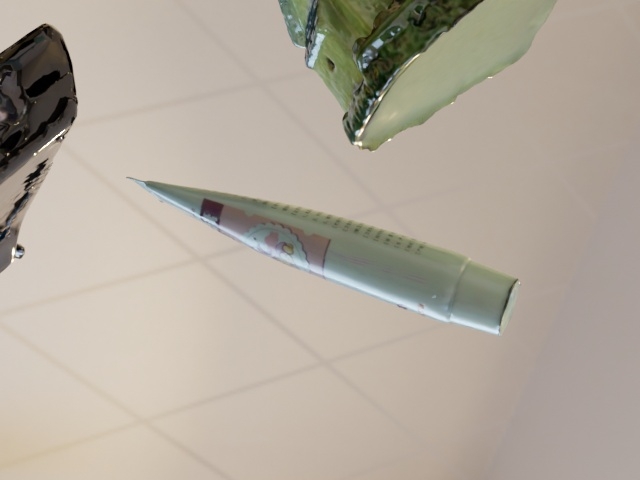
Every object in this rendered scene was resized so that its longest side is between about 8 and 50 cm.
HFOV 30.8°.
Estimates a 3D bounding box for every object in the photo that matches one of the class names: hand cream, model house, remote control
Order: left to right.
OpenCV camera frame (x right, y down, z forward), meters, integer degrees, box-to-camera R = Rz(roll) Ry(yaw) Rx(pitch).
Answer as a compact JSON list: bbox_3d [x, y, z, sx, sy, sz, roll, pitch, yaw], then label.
[{"bbox_3d":[-0.241,0.005,0.757,0.144,0.062,0.399,-47,-177,-31],"label":"remote control"},{"bbox_3d":[0.000,0.000,0.955,0.331,0.085,0.058,20,-93,17],"label":"hand cream"},{"bbox_3d":[0.066,-0.217,0.950,0.189,0.214,0.195,52,-19,15],"label":"model house"}]
